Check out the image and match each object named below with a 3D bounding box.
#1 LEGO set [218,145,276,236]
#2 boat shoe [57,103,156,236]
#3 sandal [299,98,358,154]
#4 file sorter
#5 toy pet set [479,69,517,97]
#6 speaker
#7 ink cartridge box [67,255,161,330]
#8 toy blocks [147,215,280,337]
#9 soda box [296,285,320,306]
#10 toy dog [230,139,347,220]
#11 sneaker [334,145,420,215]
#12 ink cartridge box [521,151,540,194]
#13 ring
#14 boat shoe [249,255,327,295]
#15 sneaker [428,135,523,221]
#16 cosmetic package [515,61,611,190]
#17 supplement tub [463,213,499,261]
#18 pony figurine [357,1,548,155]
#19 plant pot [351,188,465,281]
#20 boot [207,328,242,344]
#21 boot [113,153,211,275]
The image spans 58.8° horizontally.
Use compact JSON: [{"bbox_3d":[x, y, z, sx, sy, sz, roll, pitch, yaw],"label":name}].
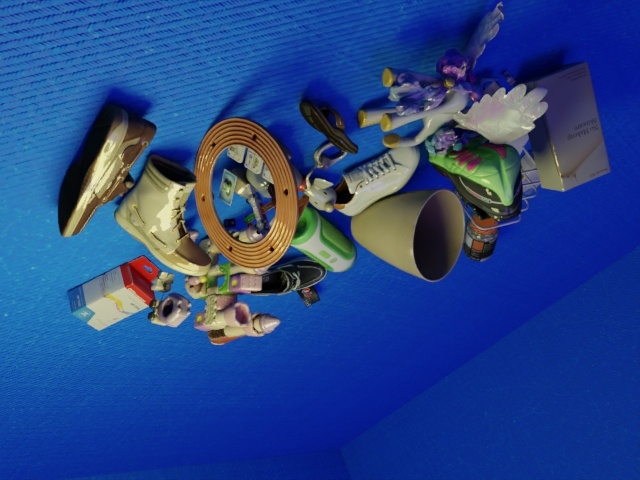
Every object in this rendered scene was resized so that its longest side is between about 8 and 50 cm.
[{"bbox_3d":[-0.154,-0.120,1.305,0.060,0.182,0.244,-9,124,-47],"label":"LEGO set"},{"bbox_3d":[-0.456,-0.130,1.212,0.123,0.123,0.342,12,126,-42],"label":"boat shoe"},{"bbox_3d":[0.029,-0.279,1.357,0.219,0.090,0.060,32,89,-43],"label":"sandal"},{"bbox_3d":[0.568,-0.187,1.767,0.193,0.173,0.278,-13,146,-18],"label":"file sorter"},{"bbox_3d":[0.447,-0.402,1.505,0.122,0.065,0.114,-42,179,29],"label":"toy pet set"},{"bbox_3d":[0.000,0.000,1.690,0.131,0.131,0.296,-34,147,14],"label":"speaker"},{"bbox_3d":[-0.554,0.147,1.573,0.231,0.078,0.134,-26,148,1],"label":"ink cartridge box"},{"bbox_3d":[-0.229,0.091,1.471,0.260,0.289,0.309,-15,154,35],"label":"toy blocks"},{"bbox_3d":[-0.052,0.165,1.959,0.060,0.053,0.169,-26,148,-1],"label":"soda box"},{"bbox_3d":[-0.062,-0.129,1.420,0.333,0.161,0.220,-1,136,-33],"label":"toy dog"},{"bbox_3d":[0.142,-0.171,1.561,0.290,0.106,0.123,-40,147,24],"label":"sneaker"},{"bbox_3d":[0.705,-0.236,1.890,0.104,0.061,0.181,-2,141,-33],"label":"ink cartridge box"},{"bbox_3d":[-0.166,-0.102,1.258,0.032,0.336,0.336,-18,152,-46],"label":"ring"},{"bbox_3d":[-0.107,0.119,1.786,0.301,0.102,0.108,-4,107,-24],"label":"boat shoe"},{"bbox_3d":[0.406,-0.161,1.501,0.185,0.483,0.202,-17,105,9],"label":"sneaker"},{"bbox_3d":[0.662,-0.308,1.549,0.160,0.113,0.309,-23,104,-7],"label":"cosmetic package"},{"bbox_3d":[0.587,-0.016,2.073,0.117,0.117,0.190,-21,147,-7],"label":"supplement tub"},{"bbox_3d":[0.309,-0.333,1.332,0.363,0.303,0.351,-7,164,-17],"label":"pony figurine"},{"bbox_3d":[0.229,-0.034,1.633,0.256,0.274,0.256,-13,108,-44],"label":"plant pot"},{"bbox_3d":[-0.320,0.331,2.019,0.158,0.059,0.085,-8,148,-11],"label":"boot"},{"bbox_3d":[-0.331,-0.055,1.322,0.203,0.262,0.095,-49,-177,28],"label":"boot"}]
